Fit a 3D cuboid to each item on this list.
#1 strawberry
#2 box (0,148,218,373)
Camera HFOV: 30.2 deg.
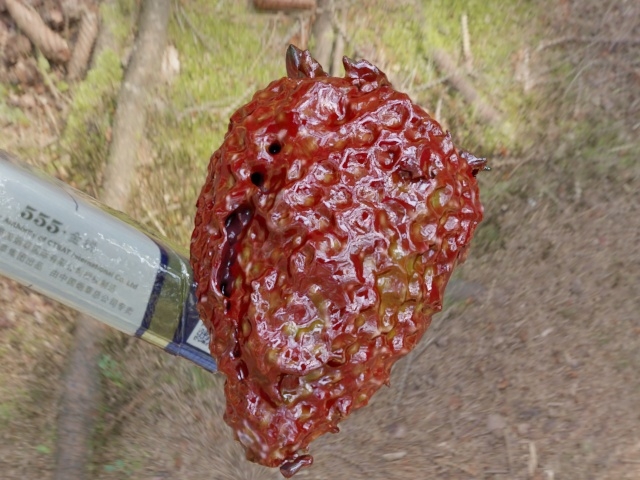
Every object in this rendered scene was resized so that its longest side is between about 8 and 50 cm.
[{"bbox_3d":[-0.016,0.000,0.655,0.174,0.098,0.228,23,65,22],"label":"strawberry"},{"bbox_3d":[-0.185,0.000,0.867,0.259,0.168,0.071,29,90,-32],"label":"box"}]
